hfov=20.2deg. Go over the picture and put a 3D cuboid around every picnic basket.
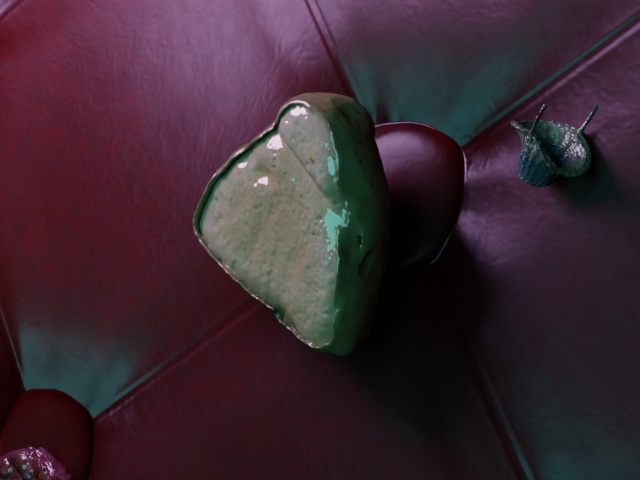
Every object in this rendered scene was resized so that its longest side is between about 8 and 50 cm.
[{"bbox_3d":[0.201,-0.086,1.548,0.083,0.065,0.083,52,134,42],"label":"picnic basket"}]

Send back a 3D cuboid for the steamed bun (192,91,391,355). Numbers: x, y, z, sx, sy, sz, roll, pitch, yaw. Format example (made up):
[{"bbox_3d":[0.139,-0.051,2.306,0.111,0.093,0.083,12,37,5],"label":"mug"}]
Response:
[{"bbox_3d":[0.003,-0.029,1.651,0.231,0.110,0.212,44,124,32],"label":"steamed bun"}]

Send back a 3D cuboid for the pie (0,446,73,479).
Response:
[{"bbox_3d":[-0.312,0.288,1.865,0.154,0.036,0.154,-9,75,37],"label":"pie"}]
